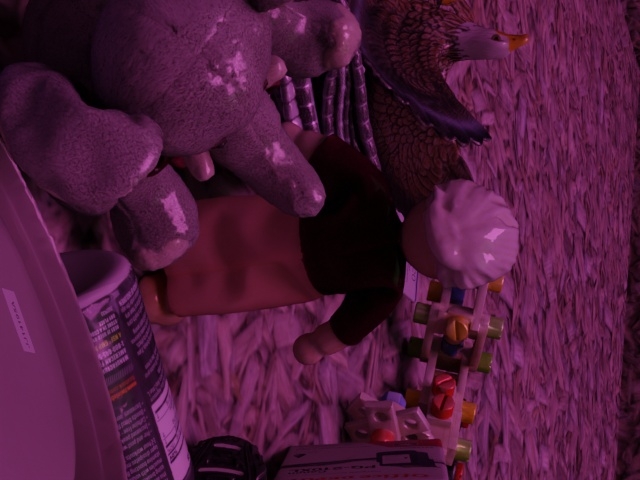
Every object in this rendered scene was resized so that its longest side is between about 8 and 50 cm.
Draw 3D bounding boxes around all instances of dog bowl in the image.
[{"bbox_3d":[-0.214,0.043,0.610,0.349,0.102,0.349,-21,90,-89],"label":"dog bowl"}]

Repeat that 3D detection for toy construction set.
[{"bbox_3d":[0.151,0.193,1.545,0.328,0.151,0.215,-50,157,-46],"label":"toy construction set"}]

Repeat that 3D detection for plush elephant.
[{"bbox_3d":[-0.090,-0.113,0.810,0.272,0.255,0.330,-44,129,-1],"label":"plush elephant"}]

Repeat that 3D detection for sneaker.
[{"bbox_3d":[-0.104,0.308,1.067,0.108,0.100,0.272,93,3,-62],"label":"sneaker"}]

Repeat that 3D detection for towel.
[{"bbox_3d":[-0.022,-0.153,1.122,0.235,0.121,0.284,-118,-172,-61],"label":"towel"}]

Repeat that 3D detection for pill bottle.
[{"bbox_3d":[-0.170,0.141,0.878,0.130,0.130,0.246,-48,130,-57],"label":"pill bottle"}]

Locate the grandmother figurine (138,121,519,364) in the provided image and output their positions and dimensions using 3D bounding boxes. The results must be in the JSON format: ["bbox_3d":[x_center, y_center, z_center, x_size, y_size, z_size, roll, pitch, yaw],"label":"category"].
[{"bbox_3d":[0.000,0.000,1.010,0.104,0.342,0.208,-47,129,-57],"label":"grandmother figurine"}]

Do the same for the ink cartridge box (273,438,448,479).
[{"bbox_3d":[0.045,0.270,1.195,0.237,0.172,0.100,0,86,-86],"label":"ink cartridge box"}]

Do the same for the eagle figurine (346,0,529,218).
[{"bbox_3d":[0.102,-0.178,1.211,0.226,0.225,0.298,29,62,-28],"label":"eagle figurine"}]

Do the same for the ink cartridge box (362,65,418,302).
[{"bbox_3d":[0.046,-0.116,1.456,0.330,0.071,0.324,42,49,-61],"label":"ink cartridge box"}]
